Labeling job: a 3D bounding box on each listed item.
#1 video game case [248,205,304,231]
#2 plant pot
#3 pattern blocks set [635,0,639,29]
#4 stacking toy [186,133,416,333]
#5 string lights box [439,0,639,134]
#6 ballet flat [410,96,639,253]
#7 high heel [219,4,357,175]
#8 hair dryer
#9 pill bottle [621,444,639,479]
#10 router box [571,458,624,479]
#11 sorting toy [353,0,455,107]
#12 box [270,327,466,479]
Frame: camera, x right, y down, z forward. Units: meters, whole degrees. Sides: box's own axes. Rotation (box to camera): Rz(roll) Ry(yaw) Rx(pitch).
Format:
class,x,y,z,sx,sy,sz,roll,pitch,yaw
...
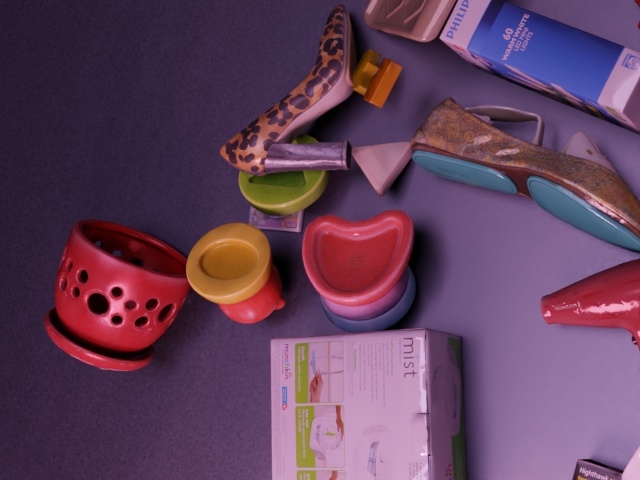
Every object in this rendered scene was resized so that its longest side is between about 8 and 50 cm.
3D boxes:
class,x,y,z,sx,sy,sz,roll,pitch,yaw
video game case,-0.060,-0.075,1.673,0.087,0.011,0.122,4,84,30
plant pot,-0.301,0.083,1.685,0.191,0.191,0.174,33,106,29
pattern blocks set,0.453,-0.439,1.438,0.325,0.026,0.285,-46,64,15
stacking toy,0.000,0.000,1.595,0.309,0.130,0.279,4,58,22
string lights box,0.294,-0.223,1.430,0.260,0.133,0.076,28,95,30
ballet flat,0.276,-0.097,1.438,0.348,0.123,0.123,24,94,30
high heel,-0.045,-0.215,1.607,0.186,0.093,0.261,-1,69,12
hair dryer,0.390,0.126,1.351,0.293,0.080,0.223,31,98,30
pill bottle,0.510,0.284,1.166,0.363,0.210,0.210,36,100,23
router box,0.373,0.346,1.343,0.179,0.046,0.133,14,88,30
sorting toy,0.130,-0.326,1.541,0.307,0.041,0.229,-62,23,7
box,0.061,0.252,1.486,0.231,0.127,0.262,-7,78,27
